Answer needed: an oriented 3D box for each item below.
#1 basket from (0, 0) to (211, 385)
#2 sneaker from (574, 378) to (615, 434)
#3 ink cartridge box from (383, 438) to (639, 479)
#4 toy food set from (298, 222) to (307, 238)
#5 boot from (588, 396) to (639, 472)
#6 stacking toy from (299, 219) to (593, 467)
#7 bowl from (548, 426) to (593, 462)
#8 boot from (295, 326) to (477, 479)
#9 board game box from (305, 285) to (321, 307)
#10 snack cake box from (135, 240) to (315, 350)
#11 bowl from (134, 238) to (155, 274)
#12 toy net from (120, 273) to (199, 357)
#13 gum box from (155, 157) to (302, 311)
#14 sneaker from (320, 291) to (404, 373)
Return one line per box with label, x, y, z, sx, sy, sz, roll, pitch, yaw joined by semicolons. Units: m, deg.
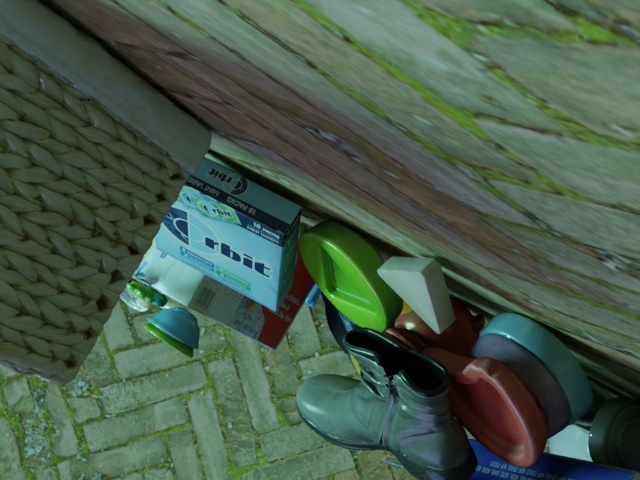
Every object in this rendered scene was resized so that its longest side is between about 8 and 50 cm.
basket;-0.331;-0.082;0.995;0.328;0.266;0.331;24;175;30
sneaker;0.276;0.172;1.454;0.192;0.064;0.086;27;167;6
ink cartridge box;0.275;0.270;1.305;0.307;0.072;0.304;24;167;-26
toy food set;0.000;0.000;1.434;0.122;0.019;0.078;14;168;38
boot;0.415;0.250;1.399;0.123;0.095;0.258;12;171;42
stacking toy;0.132;0.074;1.247;0.309;0.130;0.279;16;141;57
bowl;0.496;0.391;2.035;0.298;0.134;0.298;29;175;3
boot;0.055;0.148;1.259;0.247;0.083;0.161;18;139;43
board game box;-0.181;0.006;2.292;0.390;0.050;0.390;28;175;8
snack cake box;-0.104;0.032;1.549;0.089;0.152;0.264;27;174;28
bowl;-0.240;-0.011;1.832;0.289;0.156;0.289;27;175;3
toy net;-0.220;0.075;1.493;0.122;0.045;0.232;33;176;-24
gum box;-0.101;-0.012;1.276;0.157;0.041;0.184;27;154;10
sneaker;0.082;0.109;1.723;0.139;0.125;0.341;55;-178;8
